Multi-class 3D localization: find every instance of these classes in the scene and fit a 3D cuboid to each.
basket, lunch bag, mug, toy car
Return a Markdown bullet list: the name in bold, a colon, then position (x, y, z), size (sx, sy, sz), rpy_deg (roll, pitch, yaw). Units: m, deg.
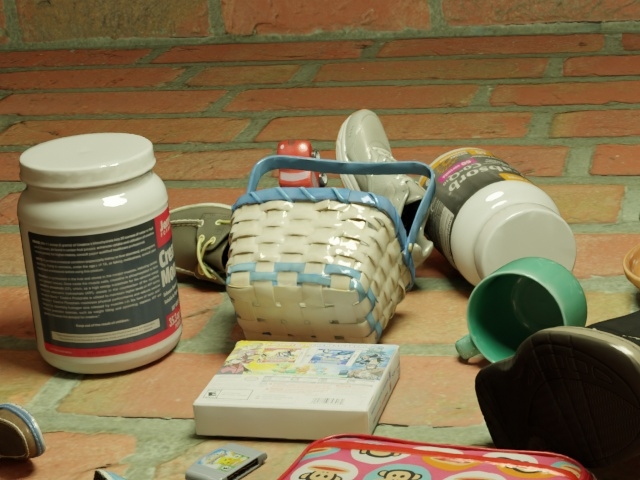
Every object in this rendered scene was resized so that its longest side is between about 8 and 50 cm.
- **basket**: position (0.000, 0.000, 2.009), size (0.254, 0.201, 0.289), rpy_deg (3, 52, 19)
- **lunch bag**: position (0.101, 0.263, 1.418), size (0.293, 0.120, 0.258), rpy_deg (3, 16, 22)
- **mug**: position (0.243, 0.084, 1.867), size (0.157, 0.129, 0.097), rpy_deg (7, 19, 31)
- **toy car**: position (0.013, -0.022, 2.234), size (0.225, 0.239, 0.053), rpy_deg (21, 46, -3)

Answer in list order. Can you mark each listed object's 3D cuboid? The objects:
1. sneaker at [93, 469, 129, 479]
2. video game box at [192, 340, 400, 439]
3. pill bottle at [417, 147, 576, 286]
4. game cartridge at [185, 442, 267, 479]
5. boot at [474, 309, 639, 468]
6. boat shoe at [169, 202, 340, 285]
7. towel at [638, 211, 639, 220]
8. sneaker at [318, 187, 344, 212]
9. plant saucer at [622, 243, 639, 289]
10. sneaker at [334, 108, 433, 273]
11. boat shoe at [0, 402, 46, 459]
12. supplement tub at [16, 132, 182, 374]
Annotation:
- **sneaker**: position (-0.175, 0.276, 1.546), size (0.073, 0.063, 0.162), rpy_deg (2, 15, -40)
- **video game box**: position (-0.024, 0.173, 1.800), size (0.205, 0.048, 0.187), rpy_deg (1, 22, 15)
- **pill bottle**: position (0.238, -0.020, 2.119), size (0.162, 0.162, 0.278), rpy_deg (-9, 19, -12)
- **game cartridge**: position (-0.104, 0.242, 1.666), size (0.056, 0.017, 0.083), rpy_deg (5, 21, 37)
- **boot**: position (0.338, 0.125, 1.536), size (0.284, 0.138, 0.377), rpy_deg (-17, -8, -17)
- **boat shoe**: position (-0.122, 0.013, 2.192), size (0.305, 0.109, 0.091), rpy_deg (6, 16, 17)
- **towel**: position (0.583, 0.050, 1.837), size (0.271, 0.040, 0.370), rpy_deg (0, 28, -30)
- **sneaker**: position (0.068, -0.067, 2.452), size (0.175, 0.064, 0.067), rpy_deg (-2, 9, -1)
- **plant saucer**: position (0.493, 0.036, 1.997), size (0.200, 0.037, 0.200), rpy_deg (-8, 21, 3)
- **sneaker**: position (0.103, -0.071, 2.153), size (0.099, 0.262, 0.121), rpy_deg (7, -26, -43)
- **boat shoe**: position (-0.378, 0.221, 1.732), size (0.183, 0.066, 0.066), rpy_deg (1, 22, 47)
- **supplement tub**: position (-0.282, 0.016, 1.970), size (0.191, 0.272, 0.191), rpy_deg (-4, 19, 1)
